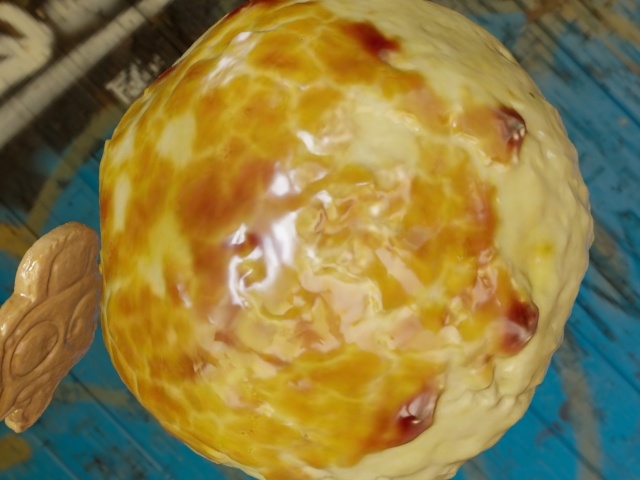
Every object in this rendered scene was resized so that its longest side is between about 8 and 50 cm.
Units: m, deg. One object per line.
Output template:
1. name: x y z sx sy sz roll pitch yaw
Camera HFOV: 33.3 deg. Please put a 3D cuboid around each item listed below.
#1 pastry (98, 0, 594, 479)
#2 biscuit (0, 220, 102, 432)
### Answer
1. pastry: 0.000 0.000 0.778 0.388 0.388 0.313 -45 -35 23
2. biscuit: -0.408 0.142 1.582 0.269 0.051 0.376 -39 -27 -55
